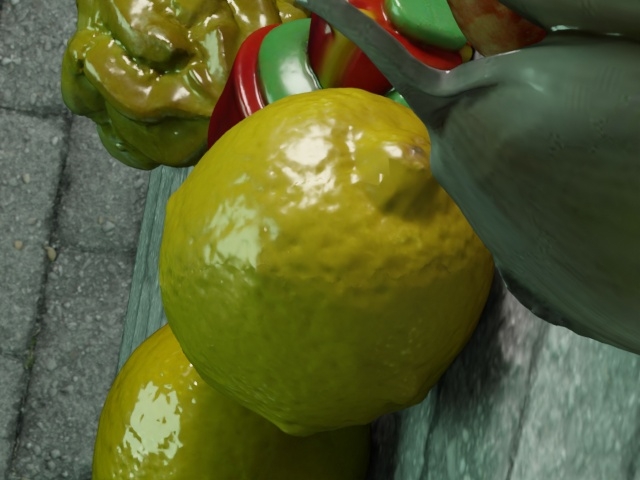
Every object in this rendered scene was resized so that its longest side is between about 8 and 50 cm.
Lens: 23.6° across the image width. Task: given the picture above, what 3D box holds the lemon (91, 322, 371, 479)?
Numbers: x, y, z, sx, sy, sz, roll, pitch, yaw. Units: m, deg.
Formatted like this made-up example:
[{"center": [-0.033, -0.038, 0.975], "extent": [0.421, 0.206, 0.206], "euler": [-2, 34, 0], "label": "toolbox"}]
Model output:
[{"center": [-0.074, 0.179, 1.280], "extent": [0.263, 0.236, 0.236], "euler": [114, 160, -54], "label": "lemon"}]

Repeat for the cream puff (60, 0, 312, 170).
[{"center": [-0.109, -0.192, 1.690], "extent": [0.291, 0.257, 0.324], "euler": [-50, -31, -9], "label": "cream puff"}]

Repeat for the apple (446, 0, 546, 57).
[{"center": [0.132, -0.152, 0.817], "extent": [0.131, 0.146, 0.146], "euler": [-161, 80, -72], "label": "apple"}]

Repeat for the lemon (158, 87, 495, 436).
[{"center": [0.004, 0.014, 1.070], "extent": [0.288, 0.233, 0.233], "euler": [135, 142, -54], "label": "lemon"}]

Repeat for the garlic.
[{"center": [0.143, -0.061, 0.541], "extent": [0.237, 0.292, 0.210], "euler": [23, -100, -63], "label": "garlic"}]

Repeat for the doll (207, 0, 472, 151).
[{"center": [-0.008, -0.090, 1.263], "extent": [0.363, 0.160, 0.182], "euler": [122, 142, -47], "label": "doll"}]
